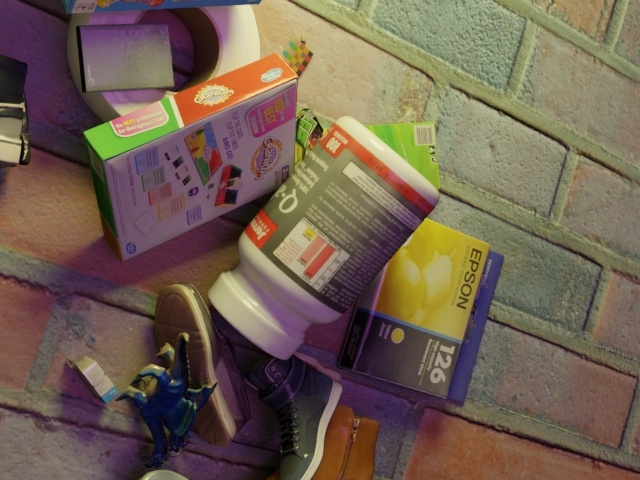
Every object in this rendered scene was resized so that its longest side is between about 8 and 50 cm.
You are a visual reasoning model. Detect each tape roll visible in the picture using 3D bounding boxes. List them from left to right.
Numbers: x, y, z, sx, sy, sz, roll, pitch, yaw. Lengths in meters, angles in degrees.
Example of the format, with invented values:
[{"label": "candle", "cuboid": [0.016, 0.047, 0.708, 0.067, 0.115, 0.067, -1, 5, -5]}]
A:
[{"label": "tape roll", "cuboid": [-0.236, -0.294, 1.621, 0.286, 0.100, 0.286, -2, 95, -30]}]

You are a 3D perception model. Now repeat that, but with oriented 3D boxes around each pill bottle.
[{"label": "pill bottle", "cuboid": [0.000, 0.000, 1.677, 0.210, 0.210, 0.363, 38, 95, -28]}]

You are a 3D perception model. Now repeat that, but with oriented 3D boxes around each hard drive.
[{"label": "hard drive", "cuboid": [-0.281, -0.264, 1.525, 0.135, 0.022, 0.094, -8, 99, -30]}]

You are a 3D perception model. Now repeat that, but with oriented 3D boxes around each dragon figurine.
[{"label": "dragon figurine", "cuboid": [-0.217, 0.241, 1.622, 0.144, 0.289, 0.085, 41, 36, -2]}]

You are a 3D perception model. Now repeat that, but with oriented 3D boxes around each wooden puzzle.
[{"label": "wooden puzzle", "cuboid": [-0.042, -0.311, 1.790, 0.049, 0.006, 0.083, 38, 75, -28]}]

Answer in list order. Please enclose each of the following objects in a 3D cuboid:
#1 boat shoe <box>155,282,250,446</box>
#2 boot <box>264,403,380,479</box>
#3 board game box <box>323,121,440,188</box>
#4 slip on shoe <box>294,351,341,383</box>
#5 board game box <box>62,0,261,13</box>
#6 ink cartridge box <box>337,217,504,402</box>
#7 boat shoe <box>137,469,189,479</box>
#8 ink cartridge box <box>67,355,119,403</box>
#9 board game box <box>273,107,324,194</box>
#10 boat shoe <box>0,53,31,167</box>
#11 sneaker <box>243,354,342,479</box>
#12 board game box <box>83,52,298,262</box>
[{"label": "boat shoe", "cuboid": [-0.182, 0.190, 1.699, 0.092, 0.103, 0.285, -35, 115, -48]}, {"label": "boot", "cuboid": [-0.034, 0.373, 1.811, 0.295, 0.104, 0.211, 16, 79, -32]}, {"label": "board game box", "cuboid": [0.104, -0.141, 1.856, 0.259, 0.039, 0.124, -8, 94, -40]}, {"label": "slip on shoe", "cuboid": [-0.021, 0.227, 1.824, 0.135, 0.051, 0.041, 34, 70, -36]}, {"label": "board game box", "cuboid": [-0.253, -0.481, 1.522, 0.302, 0.086, 0.308, -10, 69, -30]}, {"label": "ink cartridge box", "cuboid": [0.207, 0.128, 1.943, 0.307, 0.072, 0.304, 19, 84, -29]}, {"label": "boat shoe", "cuboid": [-0.177, 0.511, 1.703, 0.367, 0.156, 0.136, 36, 47, -17]}, {"label": "ink cartridge box", "cuboid": [-0.349, 0.208, 1.623, 0.028, 0.048, 0.083, -41, 113, -22]}, {"label": "board game box", "cuboid": [-0.007, -0.083, 1.819, 0.136, 0.030, 0.260, -40, 113, -20]}, {"label": "boat shoe", "cuboid": [-0.557, -0.198, 1.434, 0.340, 0.127, 0.158, 8, 83, -39]}, {"label": "sneaker", "cuboid": [-0.065, 0.287, 1.715, 0.163, 0.086, 0.226, 39, 47, -23]}, {"label": "board game box", "cuboid": [-0.184, -0.122, 1.589, 0.316, 0.064, 0.242, -26, 149, -21]}]
